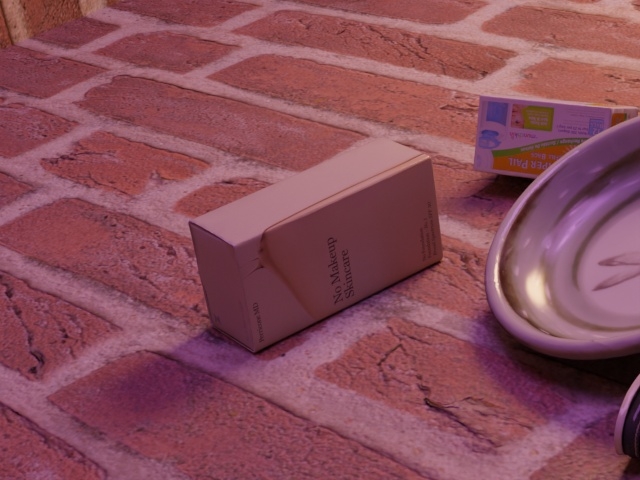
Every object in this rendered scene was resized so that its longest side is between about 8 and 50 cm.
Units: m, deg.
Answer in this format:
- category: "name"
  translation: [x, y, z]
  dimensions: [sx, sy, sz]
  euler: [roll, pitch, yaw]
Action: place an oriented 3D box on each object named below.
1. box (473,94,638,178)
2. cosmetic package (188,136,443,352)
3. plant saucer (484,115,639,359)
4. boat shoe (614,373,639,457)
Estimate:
- category: "box"
  translation: [0.332, -0.142, 2.005]
  dimensions: [0.203, 0.114, 0.103]
  euler: [9, 9, 33]
- category: "cosmetic package"
  translation: [0.000, 0.000, 1.817]
  dimensions: [0.309, 0.160, 0.113]
  euler: [-27, 32, -28]
- category: "plant saucer"
  translation: [0.389, 0.005, 1.656]
  dimensions: [0.400, 0.100, 0.400]
  euler: [-26, 33, 18]
- category: "boat shoe"
  translation: [0.387, 0.156, 1.461]
  dimensions: [0.233, 0.084, 0.079]
  euler: [-26, 30, -35]
